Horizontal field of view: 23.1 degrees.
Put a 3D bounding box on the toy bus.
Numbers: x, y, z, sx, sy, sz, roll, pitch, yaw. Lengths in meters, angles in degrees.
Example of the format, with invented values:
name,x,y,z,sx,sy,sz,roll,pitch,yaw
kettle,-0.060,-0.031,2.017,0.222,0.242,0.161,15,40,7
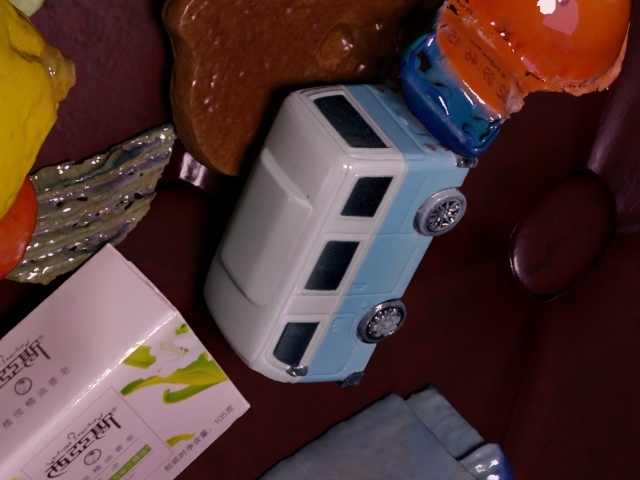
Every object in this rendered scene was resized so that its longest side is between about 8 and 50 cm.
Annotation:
name,x,y,z,sx,sy,sz,roll,pitch,yaw
toy bus,0.000,0.000,1.369,0.164,0.133,0.271,-3,131,-38

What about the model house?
name,x,y,z,sx,sy,sz,roll,pitch,yaw
model house,0.108,0.354,1.561,0.295,0.329,0.252,-31,126,-17

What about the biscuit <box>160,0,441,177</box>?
name,x,y,z,sx,sy,sz,roll,pitch,yaw
biscuit,-0.016,-0.183,1.342,0.273,0.049,0.257,-34,135,-20

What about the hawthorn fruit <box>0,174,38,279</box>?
name,x,y,z,sx,sy,sz,roll,pitch,yaw
hawthorn fruit,-0.271,-0.015,1.199,0.125,0.125,0.140,-33,107,-17

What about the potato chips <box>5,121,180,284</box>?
name,x,y,z,sx,sy,sz,roll,pitch,yaw
potato chips,-0.197,-0.027,1.311,0.207,0.028,0.092,-26,112,-25

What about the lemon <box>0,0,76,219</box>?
name,x,y,z,sx,sy,sz,roll,pitch,yaw
lemon,-0.323,-0.084,1.020,0.321,0.268,0.268,-19,125,-18

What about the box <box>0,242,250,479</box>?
name,x,y,z,sx,sy,sz,roll,pitch,yaw
box,-0.211,0.159,1.334,0.260,0.111,0.194,-41,146,-7

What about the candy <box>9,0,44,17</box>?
name,x,y,z,sx,sy,sz,roll,pitch,yaw
candy,-0.303,-0.267,1.060,0.093,0.092,0.335,-35,132,12

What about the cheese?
name,x,y,z,sx,sy,sz,roll,pitch,yaw
cheese,0.173,-0.197,1.372,0.217,0.129,0.329,46,49,-7
